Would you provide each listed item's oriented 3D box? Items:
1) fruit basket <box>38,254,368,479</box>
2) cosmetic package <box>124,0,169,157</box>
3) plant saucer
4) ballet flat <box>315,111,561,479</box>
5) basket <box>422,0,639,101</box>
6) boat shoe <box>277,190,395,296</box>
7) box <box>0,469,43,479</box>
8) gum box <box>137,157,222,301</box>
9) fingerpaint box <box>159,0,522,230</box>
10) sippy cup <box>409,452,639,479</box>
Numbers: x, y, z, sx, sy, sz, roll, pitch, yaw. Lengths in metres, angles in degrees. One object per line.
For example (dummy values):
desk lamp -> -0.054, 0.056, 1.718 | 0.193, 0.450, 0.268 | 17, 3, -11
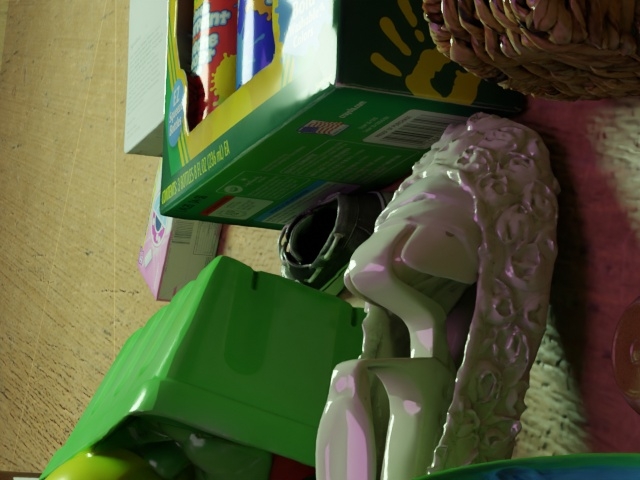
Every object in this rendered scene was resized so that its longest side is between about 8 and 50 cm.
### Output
fruit basket -> -0.119, 0.232, 1.362 | 0.392, 0.283, 0.392 | -58, 19, 34
cosmetic package -> -0.112, -0.187, 1.646 | 0.151, 0.151, 0.183 | 153, 119, -64
plant saucer -> 0.202, 0.069, 0.971 | 0.083, 0.015, 0.083 | -174, 90, -68
ballet flat -> 0.071, 0.078, 1.050 | 0.147, 0.147, 0.408 | 143, 140, -61
basket -> 0.146, -0.240, 0.931 | 0.223, 0.213, 0.299 | -172, 89, -68
boat shoe -> 0.000, 0.000, 1.422 | 0.219, 0.070, 0.077 | 141, 131, -61
box -> -0.370, 0.492, 2.050 | 0.143, 0.191, 0.381 | -117, 39, -54
gum box -> -0.159, -0.032, 1.840 | 0.107, 0.062, 0.188 | -130, 50, -61
fingerpaint box -> -0.002, -0.237, 1.368 | 0.445, 0.163, 0.371 | 154, 120, -65
sippy cup -> 0.147, 0.241, 0.813 | 0.305, 0.240, 0.224 | -11, -82, -73
